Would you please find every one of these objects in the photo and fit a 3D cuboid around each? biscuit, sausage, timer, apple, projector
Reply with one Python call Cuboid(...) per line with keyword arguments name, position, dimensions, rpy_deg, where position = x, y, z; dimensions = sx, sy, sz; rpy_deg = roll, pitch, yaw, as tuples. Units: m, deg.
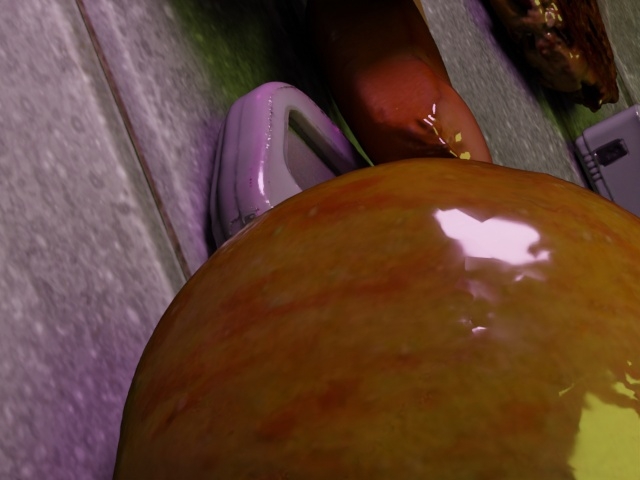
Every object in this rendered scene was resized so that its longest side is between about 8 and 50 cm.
Cuboid(name="biscuit", position=(0.240, -0.289, 2.003), dimensions=(0.334, 0.081, 0.289), rpy_deg=(51, 26, -35))
Cuboid(name="sausage", position=(0.052, -0.122, 1.367), dimensions=(0.097, 0.094, 0.348), rpy_deg=(53, 10, -31))
Cuboid(name="timer", position=(0.000, 0.000, 1.253), dimensions=(0.208, 0.069, 0.191), rpy_deg=(46, 30, -32))
Cuboid(name="apple", position=(0.083, 0.148, 0.954), dimensions=(0.400, 0.333, 0.400), rpy_deg=(44, 31, -34))
Cuboid(name="projector", position=(0.397, -0.057, 2.061), dimensions=(0.192, 0.099, 0.256), rpy_deg=(65, 24, 6))

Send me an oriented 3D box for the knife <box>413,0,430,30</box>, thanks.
Cuboid(name="knife", position=(0.061, -0.312, 1.738), dimensions=(0.046, 0.022, 0.256), rpy_deg=(11, 57, -65))
